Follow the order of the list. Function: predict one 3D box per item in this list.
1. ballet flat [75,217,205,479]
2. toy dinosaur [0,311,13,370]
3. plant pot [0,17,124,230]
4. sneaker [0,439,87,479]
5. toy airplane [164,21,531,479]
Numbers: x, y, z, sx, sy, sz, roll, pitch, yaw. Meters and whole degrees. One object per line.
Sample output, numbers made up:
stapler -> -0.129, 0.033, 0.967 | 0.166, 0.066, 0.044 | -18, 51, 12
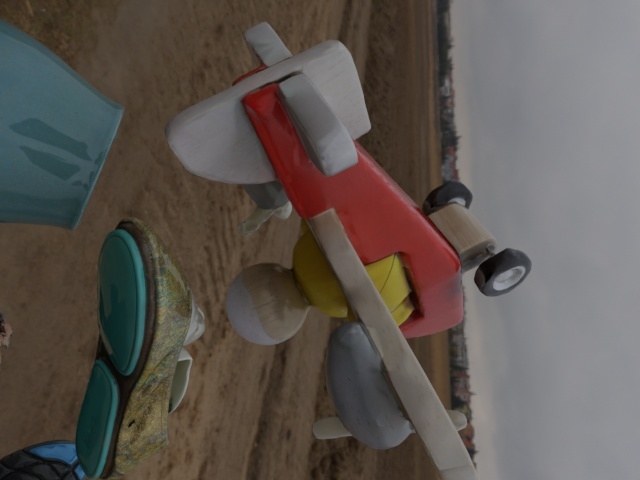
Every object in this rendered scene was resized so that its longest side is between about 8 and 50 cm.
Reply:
ballet flat -> -0.184, 0.119, 0.577 | 0.123, 0.123, 0.348 | -67, 178, -61
toy dinosaur -> -0.756, 0.201, 1.191 | 0.295, 0.127, 0.200 | -48, -142, 47
plant pot -> -0.397, -0.139, 0.668 | 0.271, 0.256, 0.271 | -46, -148, 41
sneaker -> -0.533, 0.450, 0.903 | 0.125, 0.341, 0.139 | 54, -8, 10
toy airplane -> 0.000, 0.000, 0.517 | 0.384, 0.272, 0.386 | 49, 15, -2
